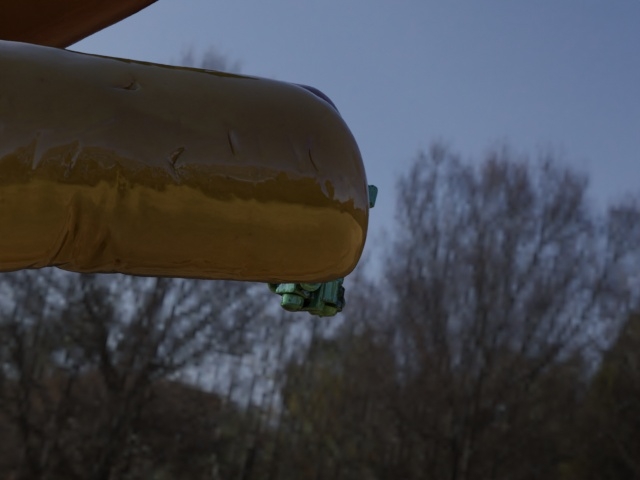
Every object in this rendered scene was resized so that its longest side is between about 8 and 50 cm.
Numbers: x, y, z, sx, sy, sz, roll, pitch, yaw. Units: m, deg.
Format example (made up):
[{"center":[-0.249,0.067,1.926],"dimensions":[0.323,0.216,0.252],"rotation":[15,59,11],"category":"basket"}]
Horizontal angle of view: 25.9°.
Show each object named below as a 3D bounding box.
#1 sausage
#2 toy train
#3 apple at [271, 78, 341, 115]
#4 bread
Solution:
[{"center":[-0.155,-0.222,1.085],"dimensions":[0.348,0.094,0.097],"rotation":[-28,-5,15],"category":"sausage"},{"center":[0.000,0.000,1.523],"dimensions":[0.071,0.178,0.104],"rotation":[-4,-24,42],"category":"toy train"},{"center":[-0.070,-0.114,1.838],"dimensions":[0.218,0.201,0.218],"rotation":[4,4,0],"category":"apple"},{"center":[-0.111,-0.047,0.759],"dimensions":[0.305,0.142,0.091],"rotation":[3,-37,-31],"category":"bread"}]
